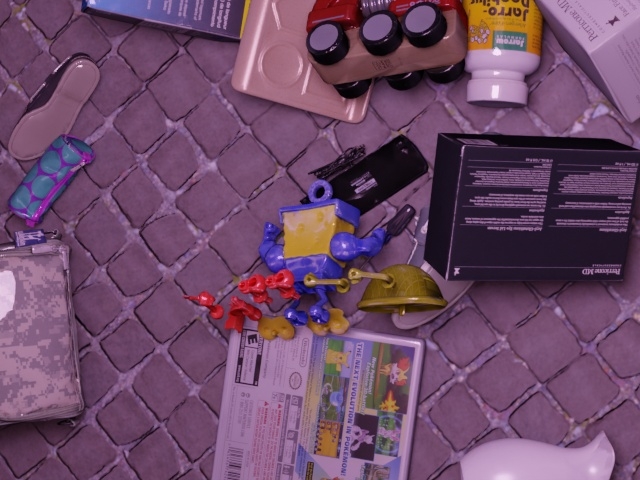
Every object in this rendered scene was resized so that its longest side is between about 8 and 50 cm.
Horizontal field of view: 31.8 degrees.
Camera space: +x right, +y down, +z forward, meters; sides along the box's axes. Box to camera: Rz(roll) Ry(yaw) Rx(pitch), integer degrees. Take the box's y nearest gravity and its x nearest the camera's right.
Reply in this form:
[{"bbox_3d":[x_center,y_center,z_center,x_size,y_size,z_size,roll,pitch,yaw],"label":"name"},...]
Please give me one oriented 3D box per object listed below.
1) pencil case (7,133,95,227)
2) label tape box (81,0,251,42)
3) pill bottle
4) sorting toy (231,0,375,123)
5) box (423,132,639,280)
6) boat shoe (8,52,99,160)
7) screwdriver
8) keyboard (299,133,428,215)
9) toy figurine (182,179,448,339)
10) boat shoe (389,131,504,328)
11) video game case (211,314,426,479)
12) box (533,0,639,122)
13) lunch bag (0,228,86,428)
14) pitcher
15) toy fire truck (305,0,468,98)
[{"bbox_3d":[-0.429,-0.098,1.785,0.152,0.064,0.070,-49,54,9],"label":"pencil case"},{"bbox_3d":[-0.173,-0.429,1.688,0.333,0.106,0.241,9,91,-17],"label":"label tape box"},{"bbox_3d":[0.256,-0.297,1.592,0.117,0.117,0.209,4,90,14],"label":"pill bottle"},{"bbox_3d":[-0.013,-0.291,1.673,0.208,0.038,0.193,14,93,-12],"label":"sorting toy"},{"bbox_3d":[0.284,-0.044,1.513,0.261,0.103,0.184,1,104,-15],"label":"box"},{"bbox_3d":[-0.429,-0.216,1.802,0.206,0.075,0.065,-48,36,14],"label":"boat shoe"},{"bbox_3d":[0.085,0.013,1.685,0.024,0.025,0.170,42,107,10],"label":"screwdriver"},{"bbox_3d":[0.060,-0.097,1.688,0.192,0.038,0.100,-32,105,10],"label":"keyboard"},{"bbox_3d":[0.000,0.000,1.585,0.362,0.191,0.217,-9,62,35],"label":"toy figurine"},{"bbox_3d":[0.191,-0.016,1.624,0.099,0.116,0.319,43,103,40],"label":"boat shoe"},{"bbox_3d":[-0.009,0.289,1.691,0.299,0.036,0.329,8,90,14],"label":"video game case"},{"bbox_3d":[0.387,-0.287,1.497,0.119,0.182,0.181,-38,51,11],"label":"box"},{"bbox_3d":[-0.501,0.146,1.736,0.255,0.212,0.305,-7,88,-3],"label":"lunch bag"},{"bbox_3d":[0.306,0.361,1.576,0.207,0.125,0.178,-7,103,3],"label":"pitcher"},{"bbox_3d":[0.091,-0.353,1.576,0.217,0.158,0.247,-7,61,24],"label":"toy fire truck"}]
